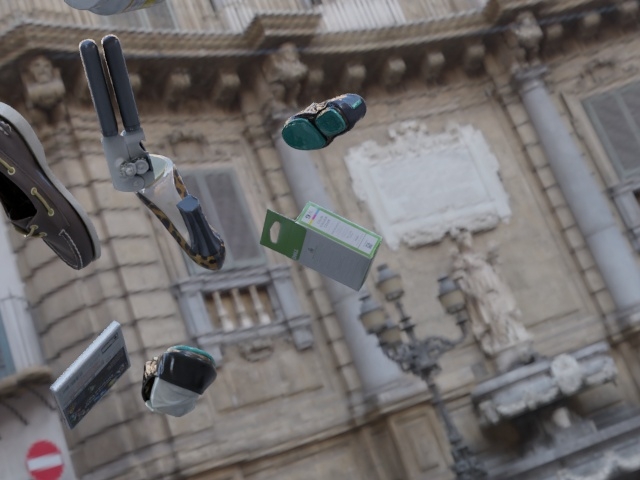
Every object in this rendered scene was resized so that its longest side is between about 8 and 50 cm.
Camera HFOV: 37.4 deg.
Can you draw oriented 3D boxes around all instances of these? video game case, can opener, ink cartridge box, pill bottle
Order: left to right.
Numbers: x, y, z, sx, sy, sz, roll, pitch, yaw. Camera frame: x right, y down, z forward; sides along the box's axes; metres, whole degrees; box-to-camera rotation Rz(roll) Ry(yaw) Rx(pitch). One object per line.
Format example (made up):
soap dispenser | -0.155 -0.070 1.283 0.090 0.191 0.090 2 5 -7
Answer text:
video game case | -0.468 0.278 1.938 0.190 0.022 0.173 -50 -21 -31
pill bottle | -0.324 -0.420 1.497 0.117 0.118 0.208 -30 7 28
can opener | -0.342 -0.209 1.587 0.074 0.093 0.280 -16 -57 -11
ink cartridge box | 0.000 0.000 1.735 0.062 0.209 0.109 -60 -8 -37

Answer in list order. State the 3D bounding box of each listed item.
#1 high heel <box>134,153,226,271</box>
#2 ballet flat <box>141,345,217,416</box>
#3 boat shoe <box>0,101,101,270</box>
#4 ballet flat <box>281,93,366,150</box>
high heel | -0.274 -0.050 1.775 0.093 0.261 0.186 -35 -43 -17
ballet flat | -0.228 0.228 1.485 0.095 0.096 0.280 22 -17 -13
boat shoe | -0.461 -0.064 1.504 0.116 0.097 0.324 9 -41 33
ballet flat | 0.010 -0.188 1.481 0.074 0.074 0.203 -12 0 -28
